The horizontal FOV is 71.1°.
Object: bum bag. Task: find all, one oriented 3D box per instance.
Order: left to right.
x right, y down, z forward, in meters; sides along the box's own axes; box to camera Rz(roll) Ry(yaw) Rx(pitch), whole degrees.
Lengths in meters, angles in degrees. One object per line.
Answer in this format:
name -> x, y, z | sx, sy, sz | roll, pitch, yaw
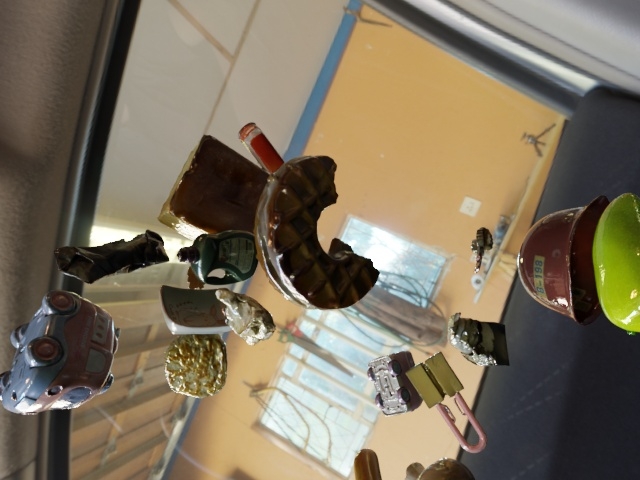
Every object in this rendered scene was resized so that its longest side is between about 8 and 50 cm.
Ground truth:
bum bag -> -0.579, 0.047, 1.290 | 0.095, 0.144, 0.340 | -58, -18, 25

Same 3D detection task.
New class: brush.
brush -> 0.314, 0.393, 1.077 | 0.103, 0.233, 0.047 | -35, -19, 8
brush -> 0.586, 0.042, 1.634 | 0.301, 0.071, 0.084 | -50, -17, -58

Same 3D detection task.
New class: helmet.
helmet -> 0.738, 0.051, 1.382 | 0.337, 0.230, 0.385 | -23, -71, -32

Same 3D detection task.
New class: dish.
dish -> -0.338, 0.202, 1.238 | 0.212, 0.151, 0.077 | 8, -58, -39

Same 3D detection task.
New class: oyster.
oyster -> -0.189, 0.190, 1.072 | 0.163, 0.191, 0.081 | -28, 19, 44

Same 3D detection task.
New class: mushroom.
mushroom -> 0.422, 0.920, 1.650 | 0.293, 0.292, 0.290 | -65, 26, -1

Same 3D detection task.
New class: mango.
mango -> 0.738, 0.045, 1.054 | 0.192, 0.156, 0.343 | 98, 177, -67

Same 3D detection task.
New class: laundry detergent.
laundry detergent -> -0.256, 0.045, 1.106 | 0.221, 0.078, 0.144 | -5, -69, -48

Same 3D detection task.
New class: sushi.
sushi -> 0.462, 0.314, 1.400 | 0.109, 0.273, 0.134 | -28, 51, 50

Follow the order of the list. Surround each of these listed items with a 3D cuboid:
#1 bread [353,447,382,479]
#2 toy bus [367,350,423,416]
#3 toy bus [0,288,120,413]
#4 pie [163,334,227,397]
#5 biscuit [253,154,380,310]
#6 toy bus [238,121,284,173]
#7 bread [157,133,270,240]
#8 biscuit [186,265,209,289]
bread -> 0.151, 0.760, 1.416 | 0.092, 0.074, 0.239 | -44, 10, 7
toy bus -> 0.270, 0.500, 1.574 | 0.142, 0.203, 0.142 | -2, -22, -42
toy bus -> -0.618, 0.280, 1.100 | 0.197, 0.294, 0.232 | -39, -50, 22
pie -> -0.362, 0.360, 1.310 | 0.084, 0.178, 0.205 | -129, 39, -73
biscuit -> -0.015, 0.002, 1.007 | 0.268, 0.115, 0.366 | -43, -67, -35
toy bus -> -0.186, -0.292, 1.432 | 0.079, 0.077, 0.174 | -41, -44, -3
bread -> -0.315, -0.130, 1.476 | 0.143, 0.333, 0.324 | -23, 44, 47
biscuit -> -0.444, 0.133, 1.593 | 0.082, 0.092, 0.016 | -33, 4, -12
